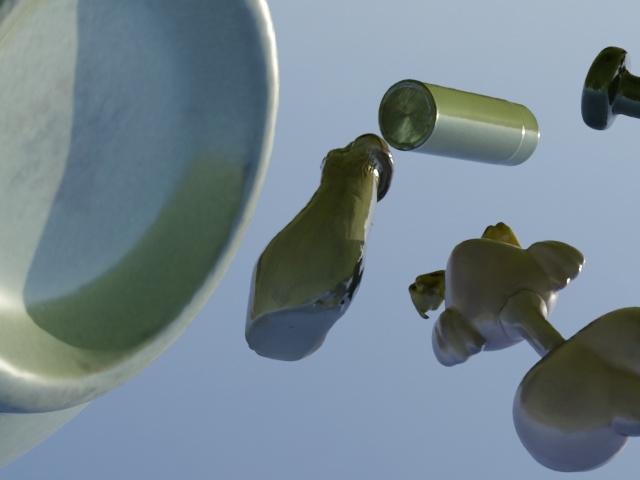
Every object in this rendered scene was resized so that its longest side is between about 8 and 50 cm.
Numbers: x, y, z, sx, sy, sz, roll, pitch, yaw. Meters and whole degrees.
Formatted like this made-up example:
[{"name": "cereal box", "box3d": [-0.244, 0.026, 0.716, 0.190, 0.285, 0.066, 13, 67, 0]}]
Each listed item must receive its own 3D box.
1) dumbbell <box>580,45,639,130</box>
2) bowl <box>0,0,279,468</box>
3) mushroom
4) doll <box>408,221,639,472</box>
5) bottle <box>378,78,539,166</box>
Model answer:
[{"name": "dumbbell", "box3d": [0.213, -0.078, 1.149, 0.118, 0.052, 0.046, 18, -137, 21]}, {"name": "bowl", "box3d": [-0.144, -0.054, 0.701, 0.196, 0.435, 0.435, 22, -153, 32]}, {"name": "mushroom", "box3d": [0.000, 0.000, 1.703, 0.093, 0.116, 0.225, 13, -117, 8]}, {"name": "doll", "box3d": [0.193, 0.084, 1.663, 0.160, 0.094, 0.365, -36, -145, -6]}, {"name": "bottle", "box3d": [0.144, -0.118, 1.993, 0.072, 0.072, 0.201, 14, -175, 37]}]
